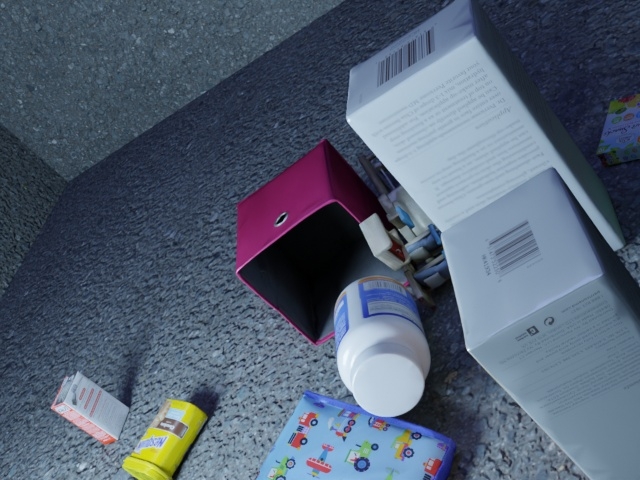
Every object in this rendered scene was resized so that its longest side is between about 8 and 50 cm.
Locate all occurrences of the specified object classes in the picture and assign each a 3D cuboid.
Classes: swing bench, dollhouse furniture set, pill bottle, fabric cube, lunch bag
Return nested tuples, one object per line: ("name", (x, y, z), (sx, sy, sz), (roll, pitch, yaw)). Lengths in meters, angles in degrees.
("swing bench", (0.242, -0.134, 1.635), (0.253, 0.165, 0.254), (-37, 30, 11))
("dollhouse furniture set", (0.187, 0.016, 1.453), (0.129, 0.184, 0.129), (-36, 53, 16))
("pill bottle", (0.101, 0.175, 1.364), (0.152, 0.152, 0.272), (-37, 17, 12))
("fabric cube", (0.000, 0.000, 1.668), (0.254, 0.259, 0.258), (-36, 29, 17))
("lunch bag", (0.060, 0.376, 1.251), (0.293, 0.138, 0.221), (3, 50, 42))

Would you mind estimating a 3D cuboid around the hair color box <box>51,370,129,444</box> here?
("hair color box", (-0.539, 0.395, 1.929), (0.053, 0.167, 0.093), (-25, 33, 31))

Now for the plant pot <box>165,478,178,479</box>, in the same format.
("plant pot", (-0.204, 0.495, 1.298), (0.166, 0.234, 0.165), (-33, 30, 22))

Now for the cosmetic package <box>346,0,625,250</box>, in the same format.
("cosmetic package", (0.265, -0.131, 1.296), (0.230, 0.453, 0.161), (-28, 32, 26))

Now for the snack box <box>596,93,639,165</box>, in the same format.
("snack box", (0.555, -0.201, 1.453), (0.100, 0.037, 0.141), (-13, 42, 45))

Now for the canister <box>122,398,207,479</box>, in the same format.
("canister", (-0.324, 0.422, 1.719), (0.126, 0.073, 0.170), (-5, 45, 49))

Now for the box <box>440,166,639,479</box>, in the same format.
("box", (0.321, 0.119, 1.005), (0.168, 0.345, 0.215), (-33, 30, 21))
